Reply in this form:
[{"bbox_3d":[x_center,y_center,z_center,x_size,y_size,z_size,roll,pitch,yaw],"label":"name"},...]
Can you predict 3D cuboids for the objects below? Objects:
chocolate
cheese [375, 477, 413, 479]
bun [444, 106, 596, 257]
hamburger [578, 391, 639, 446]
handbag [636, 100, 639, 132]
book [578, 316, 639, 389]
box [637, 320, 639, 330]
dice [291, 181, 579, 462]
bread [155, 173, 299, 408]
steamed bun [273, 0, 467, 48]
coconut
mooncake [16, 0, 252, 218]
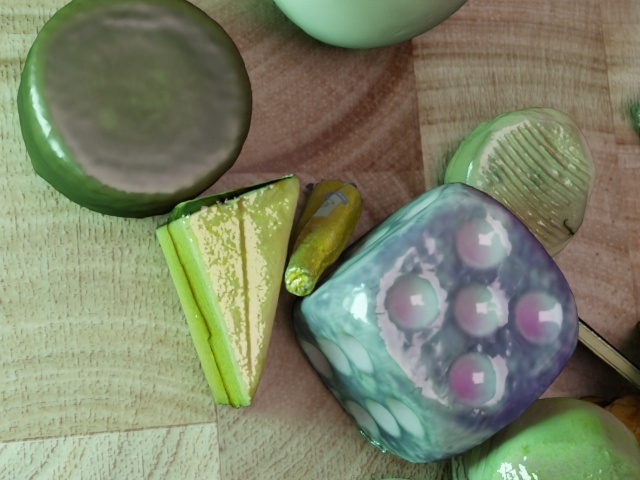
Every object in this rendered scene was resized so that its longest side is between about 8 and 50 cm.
[{"bbox_3d":[0.000,0.000,1.521,0.085,0.085,0.219,39,31,-11],"label":"chocolate"},{"bbox_3d":[0.112,0.454,1.523,0.173,0.251,0.248,6,115,-32],"label":"cheese"},{"bbox_3d":[0.280,-0.081,1.679,0.210,0.116,0.237,28,88,-17],"label":"bun"},{"bbox_3d":[0.373,0.371,1.611,0.209,0.162,0.330,4,79,-14],"label":"hamburger"},{"bbox_3d":[0.567,-0.193,1.820,0.173,0.095,0.117,-18,83,-30],"label":"handbag"},{"bbox_3d":[0.374,0.128,1.662,0.228,0.160,0.024,39,97,-11],"label":"book"},{"bbox_3d":[0.504,0.203,1.647,0.041,0.279,0.153,-29,92,15],"label":"box"},{"bbox_3d":[0.144,0.106,1.515,0.271,0.270,0.270,-40,95,-21],"label":"dice"},{"bbox_3d":[-0.088,0.064,1.499,0.163,0.167,0.264,-19,92,-22],"label":"bread"},{"bbox_3d":[0.079,-0.388,1.542,0.324,0.324,0.206,-6,57,-21],"label":"steamed bun"},{"bbox_3d":[0.290,0.305,1.458,0.204,0.236,0.236,24,74,-1],"label":"coconut"},{"bbox_3d":[-0.238,-0.169,1.480,0.284,0.155,0.284,3,80,-17],"label":"mooncake"}]
